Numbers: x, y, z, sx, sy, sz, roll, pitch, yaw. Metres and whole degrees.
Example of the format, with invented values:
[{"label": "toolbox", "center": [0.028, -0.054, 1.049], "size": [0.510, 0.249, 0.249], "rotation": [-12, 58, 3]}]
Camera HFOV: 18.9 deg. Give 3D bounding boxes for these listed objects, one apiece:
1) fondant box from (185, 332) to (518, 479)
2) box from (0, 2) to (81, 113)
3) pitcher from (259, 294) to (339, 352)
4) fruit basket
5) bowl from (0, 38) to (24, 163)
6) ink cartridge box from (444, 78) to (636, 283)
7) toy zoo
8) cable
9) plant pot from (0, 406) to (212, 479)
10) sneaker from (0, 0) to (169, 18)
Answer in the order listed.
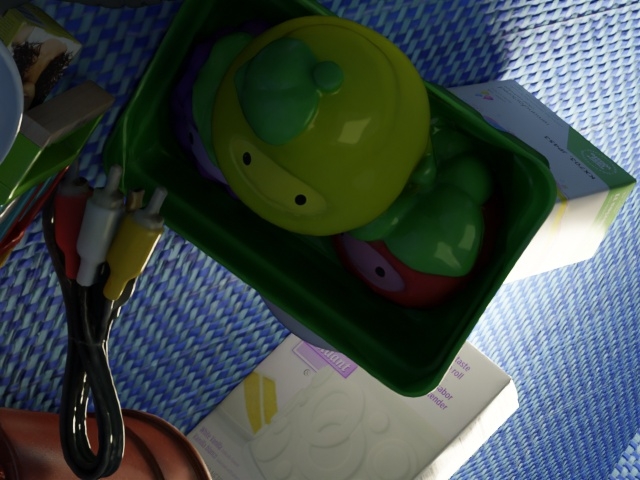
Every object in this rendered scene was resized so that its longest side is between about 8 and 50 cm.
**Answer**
[{"label": "fondant box", "center": [0.029, 0.216, 2.217], "size": [0.330, 0.238, 0.096], "rotation": [-44, 153, -12]}, {"label": "box", "center": [-0.286, -0.080, 1.477], "size": [0.232, 0.058, 0.087], "rotation": [-54, 156, 11]}, {"label": "pitcher", "center": [0.000, 0.000, 1.893], "size": [0.178, 0.207, 0.125], "rotation": [-42, 155, -19]}, {"label": "fruit basket", "center": [0.001, -0.065, 1.603], "size": [0.392, 0.392, 0.283], "rotation": [-6, 132, -57]}, {"label": "bowl", "center": [-0.341, -0.112, 1.185], "size": [0.298, 0.134, 0.298], "rotation": [-13, 151, -8]}, {"label": "ink cartridge box", "center": [0.162, -0.060, 2.070], "size": [0.353, 0.207, 0.119], "rotation": [-14, 140, -53]}, {"label": "toy zoo", "center": [-0.279, 0.006, 1.550], "size": [0.293, 0.030, 0.192], "rotation": [-54, 180, 16]}, {"label": "cable", "center": [-0.210, 0.064, 1.658], "size": [0.072, 0.139, 0.287], "rotation": [-5, 113, -57]}, {"label": "plant pot", "center": [-0.277, 0.270, 1.786], "size": [0.272, 0.272, 0.265], "rotation": [-53, 147, 8]}, {"label": "sneaker", "center": [-0.168, -0.227, 1.268], "size": [0.341, 0.125, 0.139], "rotation": [-19, 140, -2]}]
